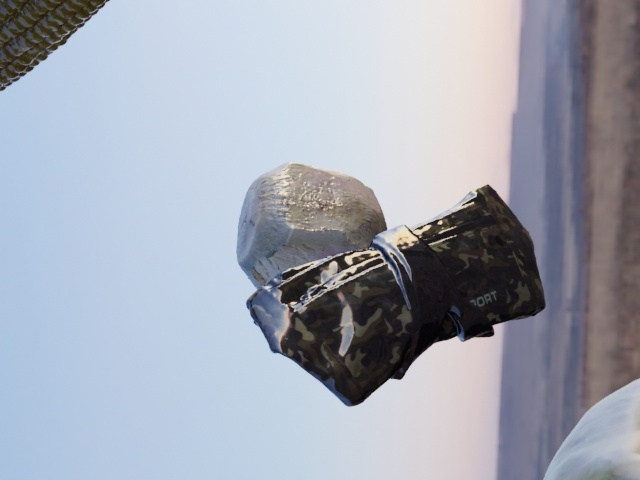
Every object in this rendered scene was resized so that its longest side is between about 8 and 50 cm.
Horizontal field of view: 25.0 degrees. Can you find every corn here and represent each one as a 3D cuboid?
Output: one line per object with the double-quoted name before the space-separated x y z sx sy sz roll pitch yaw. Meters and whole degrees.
"corn" -0.294 -0.235 1.389 0.131 0.344 0.131 41 -150 -30

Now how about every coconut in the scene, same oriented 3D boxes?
"coconut" 0.000 0.000 1.110 0.110 0.124 0.110 -167 90 -74

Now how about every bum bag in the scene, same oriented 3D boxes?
"bum bag" 0.064 0.037 0.998 0.248 0.102 0.069 -25 -38 -32

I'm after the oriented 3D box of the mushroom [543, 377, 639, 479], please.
"mushroom" 0.329 0.228 1.066 0.352 0.352 0.260 -70 1 -64
